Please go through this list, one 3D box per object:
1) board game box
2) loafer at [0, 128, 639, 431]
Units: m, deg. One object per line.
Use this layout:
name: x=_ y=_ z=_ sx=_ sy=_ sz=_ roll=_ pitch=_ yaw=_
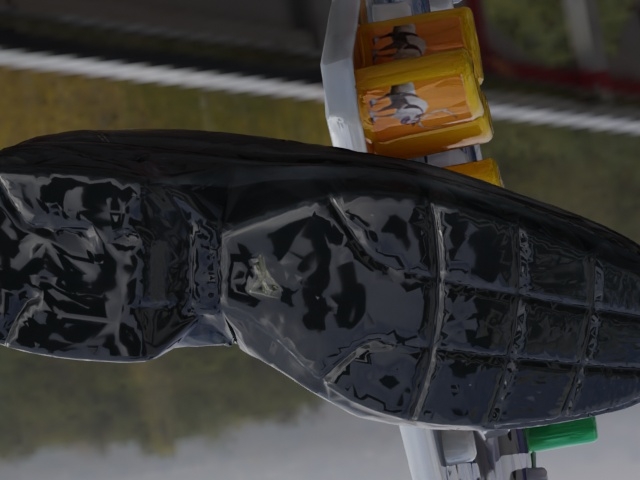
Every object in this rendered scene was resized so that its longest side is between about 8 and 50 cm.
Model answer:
board game box: x=0.079 y=0.021 z=0.815 sx=0.050 sy=0.390 sz=0.390 roll=-9 pitch=-152 yaw=10
loafer: x=0.000 y=0.000 z=0.431 sx=0.170 sy=0.062 sz=0.061 roll=12 pitch=-156 yaw=5
